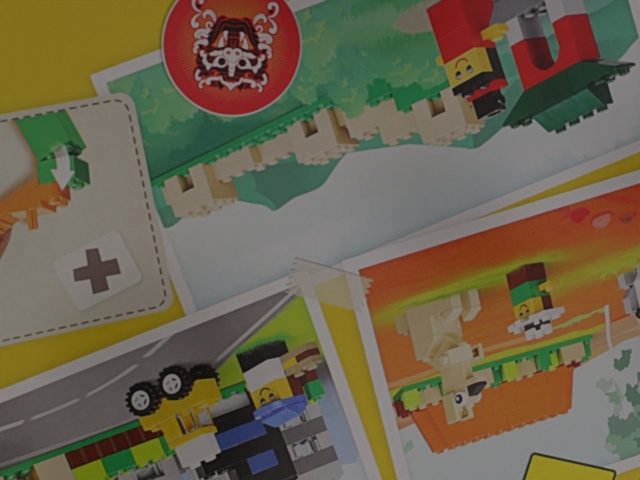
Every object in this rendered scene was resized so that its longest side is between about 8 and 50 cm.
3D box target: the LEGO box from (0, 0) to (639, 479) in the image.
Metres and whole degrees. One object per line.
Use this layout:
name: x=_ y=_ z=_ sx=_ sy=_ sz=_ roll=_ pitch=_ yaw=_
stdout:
LEGO box: x=0.000 y=0.000 z=0.554 sx=0.500 sy=0.193 sz=0.372 roll=-19 pitch=-76 yaw=-9
